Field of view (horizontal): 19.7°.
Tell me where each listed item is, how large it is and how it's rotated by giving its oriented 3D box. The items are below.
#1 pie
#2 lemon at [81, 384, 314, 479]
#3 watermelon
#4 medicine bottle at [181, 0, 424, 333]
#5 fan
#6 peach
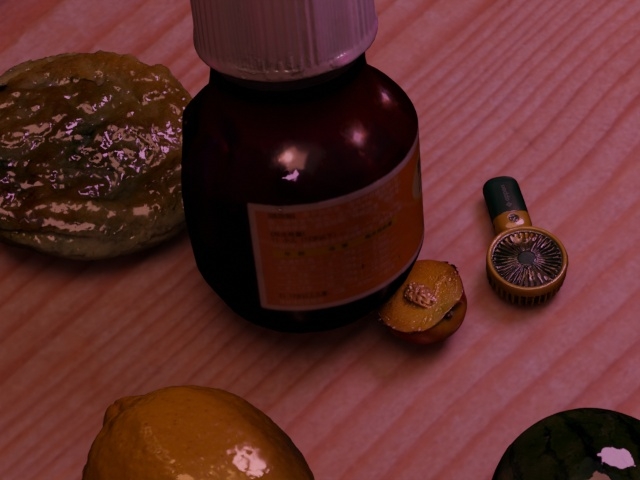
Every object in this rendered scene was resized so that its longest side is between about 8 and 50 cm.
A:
[{"bbox_3d":[-0.243,-0.097,1.919,0.277,0.078,0.277,4,57,-7],"label":"pie"},{"bbox_3d":[-0.105,0.238,1.625,0.204,0.204,0.260,-29,62,-18],"label":"lemon"},{"bbox_3d":[0.245,0.250,1.619,0.188,0.188,0.214,-13,50,-8],"label":"watermelon"},{"bbox_3d":[-0.026,-0.120,1.724,0.243,0.395,0.242,-3,44,3],"label":"medicine bottle"},{"bbox_3d":[0.201,-0.001,1.882,0.082,0.039,0.155,-9,54,-5],"label":"fan"},{"bbox_3d":[0.101,0.067,1.824,0.098,0.061,0.098,-14,44,14],"label":"peach"}]
